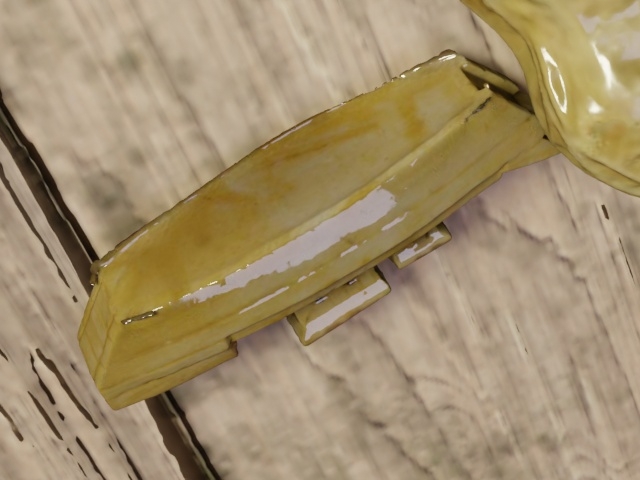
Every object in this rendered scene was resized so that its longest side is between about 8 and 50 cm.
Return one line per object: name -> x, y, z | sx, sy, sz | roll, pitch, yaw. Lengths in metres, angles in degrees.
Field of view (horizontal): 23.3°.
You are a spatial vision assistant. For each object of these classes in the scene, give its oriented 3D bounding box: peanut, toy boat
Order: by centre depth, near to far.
peanut -> 0.105, -0.082, 0.568 | 0.194, 0.083, 0.093 | 41, 93, -17
toy boat -> 0.000, 0.000, 0.604 | 0.206, 0.064, 0.072 | -29, 138, -1
